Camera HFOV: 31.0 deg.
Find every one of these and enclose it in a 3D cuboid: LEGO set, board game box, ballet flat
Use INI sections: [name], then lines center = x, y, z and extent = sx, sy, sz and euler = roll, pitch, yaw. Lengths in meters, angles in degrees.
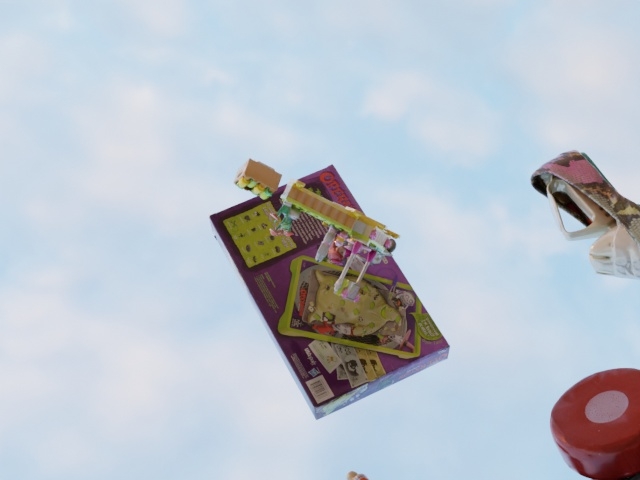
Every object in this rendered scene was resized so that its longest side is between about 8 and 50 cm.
[LEGO set]
center = 0.000, 0.000, 1.461
extent = 0.132, 0.107, 0.287
euler = 26, 180, 40
[board game box]
center = 0.006, 0.063, 1.624
extent = 0.208, 0.056, 0.347
euler = -25, -120, -10
[ballet flat]
center = 0.281, -0.013, 1.130
extent = 0.079, 0.077, 0.221
euler = -26, -137, -11

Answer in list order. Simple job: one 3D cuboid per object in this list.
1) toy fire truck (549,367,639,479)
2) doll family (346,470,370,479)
[toy fire truck]
center = 0.332, 0.196, 0.882
extent = 0.302, 0.169, 0.254
euler = -30, -155, -2
[doll family]
center = 0.087, 0.344, 1.084
extent = 0.118, 0.163, 0.263
euler = -41, -99, -12
